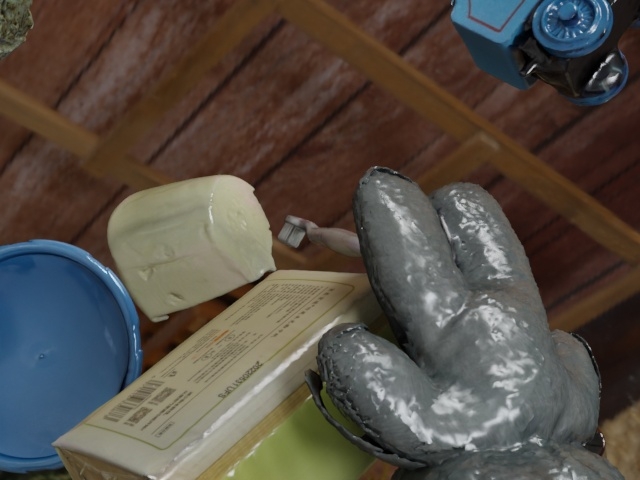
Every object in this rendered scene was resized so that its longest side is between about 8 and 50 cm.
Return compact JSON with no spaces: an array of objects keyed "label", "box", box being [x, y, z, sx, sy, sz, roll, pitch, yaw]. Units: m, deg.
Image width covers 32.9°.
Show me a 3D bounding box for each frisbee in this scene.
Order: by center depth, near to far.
[{"label":"frisbee","box":[-0.297,0.119,1.130,0.242,0.242,0.045,-66,-13,-2]}]

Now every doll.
[{"label":"doll","box":[0.100,0.118,0.737,0.158,0.246,0.340,-44,59,37]}]

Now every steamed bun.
[{"label":"steamed bun","box":[-0.180,-0.004,1.597,0.225,0.200,0.170,-12,35,20]}]

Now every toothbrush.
[{"label":"toothbrush","box":[0.000,0.000,0.936,0.030,0.025,0.307,-61,13,-3]}]

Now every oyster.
[{"label":"oyster","box":[-0.326,-0.240,1.068,0.125,0.064,0.177,-54,-12,-26]}]

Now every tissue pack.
[{"label":"tissue pack","box":[-0.051,0.131,0.787,0.234,0.125,0.159,-38,21,-32]}]

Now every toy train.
[{"label":"toy train","box":[0.348,-0.353,1.546,0.265,0.188,0.300,35,86,32]}]

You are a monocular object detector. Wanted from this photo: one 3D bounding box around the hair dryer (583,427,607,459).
[{"label":"hair dryer","box":[0.296,0.426,1.398,0.123,0.312,0.340,18,65,24]}]
